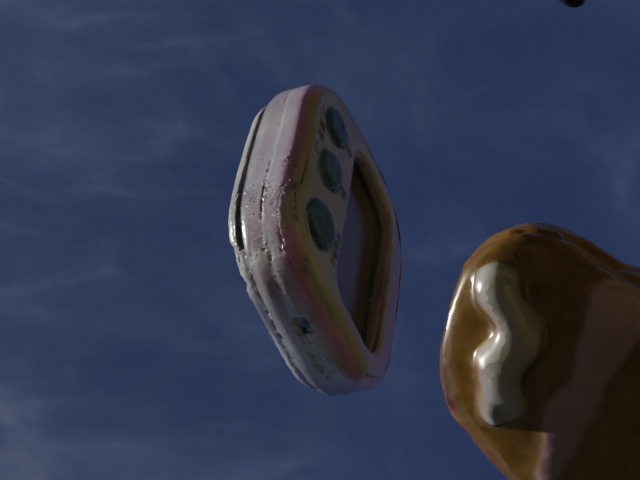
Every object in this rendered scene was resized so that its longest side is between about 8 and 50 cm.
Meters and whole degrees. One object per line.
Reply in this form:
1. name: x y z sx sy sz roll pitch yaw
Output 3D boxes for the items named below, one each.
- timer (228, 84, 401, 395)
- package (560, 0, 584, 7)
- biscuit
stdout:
1. timer: 0.000 0.000 1.289 0.069 0.208 0.191 -13 -51 20
2. package: 0.049 -0.243 0.819 0.250 0.062 0.204 25 -89 5
3. biscuit: 0.268 0.082 0.758 0.432 0.064 0.283 -7 -82 8
